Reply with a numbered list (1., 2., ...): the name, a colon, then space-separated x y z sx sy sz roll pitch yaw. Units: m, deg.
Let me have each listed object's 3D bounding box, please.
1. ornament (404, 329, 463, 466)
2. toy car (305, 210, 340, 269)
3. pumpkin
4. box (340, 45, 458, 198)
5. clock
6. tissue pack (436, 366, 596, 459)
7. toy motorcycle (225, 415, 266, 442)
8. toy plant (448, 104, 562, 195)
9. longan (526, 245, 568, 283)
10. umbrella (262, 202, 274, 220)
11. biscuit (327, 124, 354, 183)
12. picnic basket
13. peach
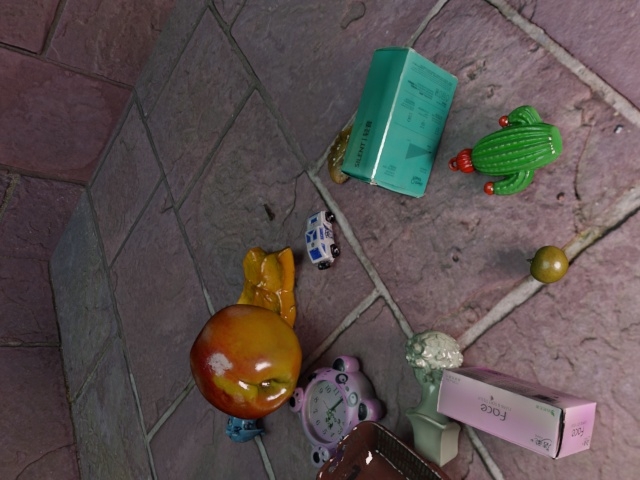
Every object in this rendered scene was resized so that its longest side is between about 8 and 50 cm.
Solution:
1. ornament: 0.249 0.338 1.161 0.130 0.120 0.285 -13 75 43
2. toy car: 0.000 0.000 1.525 0.080 0.070 0.171 -24 65 41
3. pumpkin: -0.184 0.148 1.671 0.290 0.095 0.259 -2 87 43
4. box: 0.188 -0.276 1.280 0.118 0.205 0.312 22 99 48
5. clock: 0.038 0.438 1.391 0.248 0.090 0.228 -51 50 26
6. tissue pack: 0.370 0.318 1.018 0.246 0.148 0.093 8 89 49
7. toy motorcycle: -0.232 0.500 1.645 0.182 0.123 0.272 12 92 58
8. toy plant: 0.390 -0.173 1.133 0.240 0.088 0.155 -42 69 42
9. longan: 0.441 0.046 1.048 0.083 0.075 0.075 24 100 49
10. umbrella: -0.172 -0.093 1.765 0.083 0.020 0.031 54 160 38
11. biscuit: 0.069 -0.255 1.509 0.183 0.061 0.118 -58 46 23
12. picnic basket: 0.149 0.556 1.143 0.296 0.129 0.222 33 65 32
13. peach: -0.203 0.312 1.452 0.308 0.307 0.332 -62 37 18
